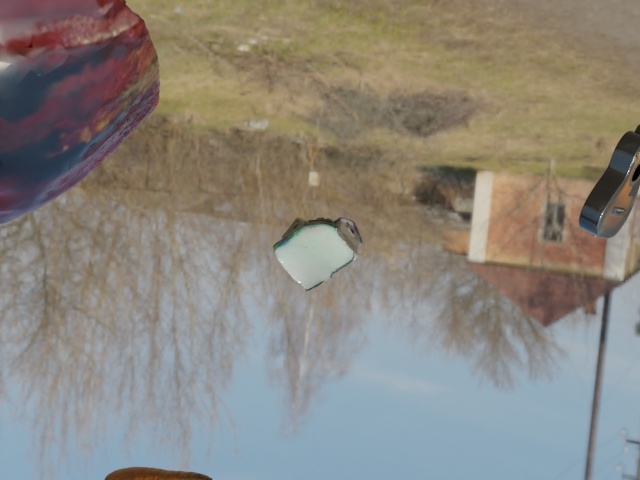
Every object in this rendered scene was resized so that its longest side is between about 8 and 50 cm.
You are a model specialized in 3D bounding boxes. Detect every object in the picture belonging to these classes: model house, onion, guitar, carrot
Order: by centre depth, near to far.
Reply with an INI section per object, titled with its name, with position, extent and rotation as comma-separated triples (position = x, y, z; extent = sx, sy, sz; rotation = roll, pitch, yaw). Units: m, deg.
[onion]
position = -0.283, -0.103, 0.607
extent = 0.314, 0.146, 0.280
rotation = 1, 166, -3
[guitar]
position = 0.335, -0.109, 0.851
extent = 0.025, 0.234, 0.088
rotation = 31, -163, 33
[model house]
position = 0.000, 0.000, 1.188
extent = 0.100, 0.088, 0.100
rotation = -33, -165, 23
[carrot]
position = -0.278, 0.402, 1.383
extent = 0.256, 0.061, 0.061
rotation = -19, 169, 33
